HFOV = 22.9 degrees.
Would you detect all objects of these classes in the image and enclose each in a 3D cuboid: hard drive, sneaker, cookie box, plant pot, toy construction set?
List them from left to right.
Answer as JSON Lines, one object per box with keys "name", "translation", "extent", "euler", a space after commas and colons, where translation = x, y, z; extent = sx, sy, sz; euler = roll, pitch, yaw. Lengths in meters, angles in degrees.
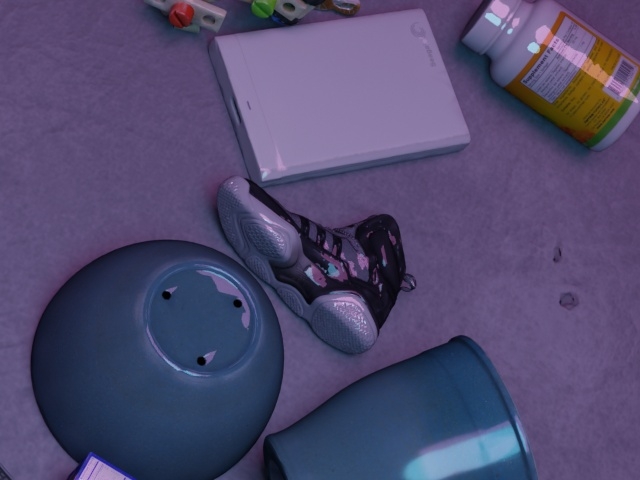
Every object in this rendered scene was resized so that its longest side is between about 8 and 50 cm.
{"name": "cookie box", "translation": [-0.226, 0.285, 1.725], "extent": [0.107, 0.092, 0.040], "euler": [32, 58, -7]}
{"name": "plant pot", "translation": [-0.159, 0.118, 1.761], "extent": [0.290, 0.195, 0.290], "euler": [8, 67, -20]}
{"name": "toy construction set", "translation": [-0.085, -0.394, 2.024], "extent": [0.215, 0.151, 0.328], "euler": [33, 64, -23]}
{"name": "sneaker", "translation": [0.000, 0.000, 1.933], "extent": [0.268, 0.101, 0.153], "euler": [48, 59, -5]}
{"name": "sneaker", "translation": [0.013, -0.327, 2.112], "extent": [0.083, 0.032, 0.037], "euler": [14, 51, -22]}
{"name": "hard drive", "translation": [0.027, -0.189, 2.052], "extent": [0.307, 0.040, 0.203], "euler": [-12, 74, -25]}
{"name": "plant pot", "translation": [0.080, 0.270, 1.770], "extent": [0.255, 0.272, 0.272], "euler": [-16, 75, -13]}

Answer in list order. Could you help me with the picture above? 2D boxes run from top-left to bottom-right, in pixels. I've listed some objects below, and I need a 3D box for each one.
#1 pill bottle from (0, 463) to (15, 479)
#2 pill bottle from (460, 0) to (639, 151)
{"name": "pill bottle", "translation": [-0.393, 0.301, 1.580], "extent": [0.210, 0.210, 0.363], "euler": [-39, 87, -30]}
{"name": "pill bottle", "translation": [0.316, -0.241, 2.136], "extent": [0.245, 0.136, 0.136], "euler": [34, 60, -6]}
